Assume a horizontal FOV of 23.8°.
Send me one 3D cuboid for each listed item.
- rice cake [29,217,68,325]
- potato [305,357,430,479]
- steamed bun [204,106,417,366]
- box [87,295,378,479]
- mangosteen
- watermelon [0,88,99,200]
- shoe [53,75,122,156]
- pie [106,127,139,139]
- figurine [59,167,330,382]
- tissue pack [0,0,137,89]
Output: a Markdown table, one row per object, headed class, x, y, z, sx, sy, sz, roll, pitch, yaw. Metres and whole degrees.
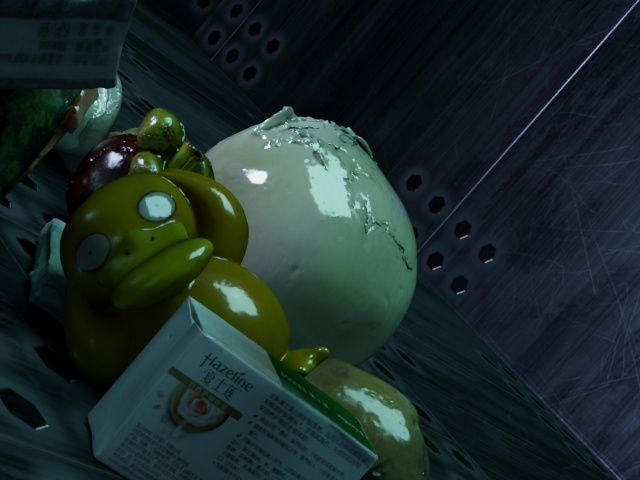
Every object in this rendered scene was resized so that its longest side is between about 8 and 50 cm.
| class | x | y | z | sx | sy | sz | roll | pitch | yaw |
| --- | --- | --- | --- | --- | --- | --- | --- | --- | --- |
| rice cake | -0.226 | 0.048 | 1.455 | 0.124 | 0.038 | 0.211 | 38 | 8 | -22 |
| potato | 0.024 | 0.199 | 1.495 | 0.200 | 0.137 | 0.154 | 42 | -23 | 9 |
| steamed bun | 0.000 | 0.000 | 1.937 | 0.334 | 0.233 | 0.312 | 16 | 39 | -57 |
| box | -0.071 | 0.159 | 1.228 | 0.199 | 0.135 | 0.081 | 38 | 7 | -25 |
| mangosteen | -0.187 | -0.047 | 1.662 | 0.166 | 0.180 | 0.166 | 23 | 46 | -27 |
| watermelon | -0.356 | -0.144 | 1.372 | 0.250 | 0.283 | 0.292 | 54 | -22 | -15 |
| shoe | -0.400 | -0.233 | 1.909 | 0.210 | 0.132 | 0.342 | 17 | 25 | -50 |
| pie | -0.185 | -0.062 | 2.171 | 0.302 | 0.067 | 0.302 | 41 | 6 | -6 |
| figurine | -0.126 | 0.058 | 1.331 | 0.228 | 0.215 | 0.215 | 59 | -1 | -26 |
| tissue pack | -0.369 | -0.250 | 1.207 | 0.394 | 0.124 | 0.288 | -1 | 45 | -24 |
